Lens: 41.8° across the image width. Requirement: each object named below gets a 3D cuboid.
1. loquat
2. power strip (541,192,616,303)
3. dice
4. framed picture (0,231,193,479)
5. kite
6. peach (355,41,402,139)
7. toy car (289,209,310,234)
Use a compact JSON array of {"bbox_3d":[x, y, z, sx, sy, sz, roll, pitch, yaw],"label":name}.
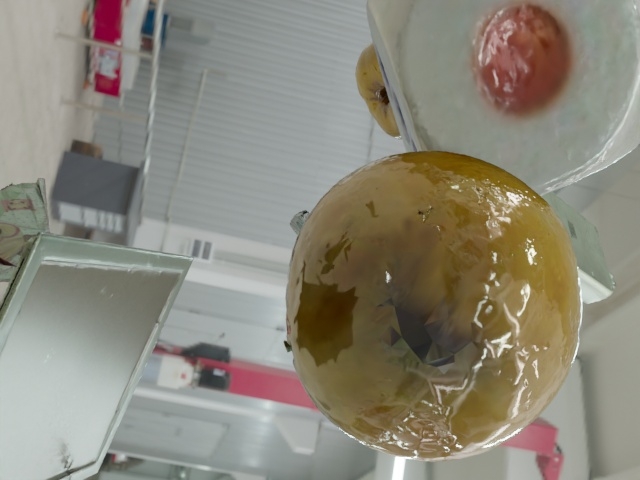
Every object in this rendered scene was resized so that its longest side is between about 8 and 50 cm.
[{"bbox_3d":[0.093,0.055,0.718,0.263,0.262,0.263,-168,-90,-82],"label":"loquat"},{"bbox_3d":[0.316,-0.003,1.126,0.046,0.270,0.118,-26,-126,33],"label":"power strip"},{"bbox_3d":[0.193,-0.181,0.896,0.251,0.243,0.259,-74,143,-83],"label":"dice"},{"bbox_3d":[-0.200,0.106,0.656,0.232,0.019,0.296,-65,169,0],"label":"framed picture"},{"bbox_3d":[-0.308,-0.016,0.661,0.229,0.250,0.012,-38,147,-56],"label":"kite"},{"bbox_3d":[0.131,-0.245,1.330,0.179,0.103,0.179,50,-22,28],"label":"peach"},{"bbox_3d":[0.000,0.000,1.083,0.025,0.093,0.041,-49,-173,-32],"label":"toy car"}]
